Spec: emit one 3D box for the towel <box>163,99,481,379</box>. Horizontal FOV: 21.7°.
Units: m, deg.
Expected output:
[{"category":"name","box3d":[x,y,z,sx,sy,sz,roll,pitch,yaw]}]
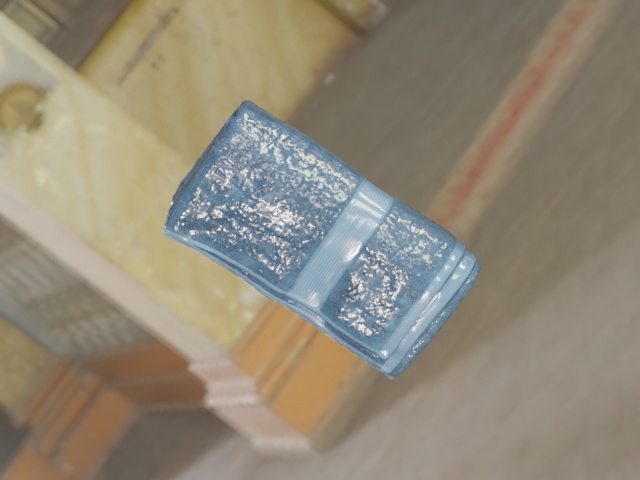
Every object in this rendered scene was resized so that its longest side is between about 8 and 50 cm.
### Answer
[{"category":"towel","box3d":[0.000,0.000,0.671,0.067,0.119,0.029,-54,5,26]}]
